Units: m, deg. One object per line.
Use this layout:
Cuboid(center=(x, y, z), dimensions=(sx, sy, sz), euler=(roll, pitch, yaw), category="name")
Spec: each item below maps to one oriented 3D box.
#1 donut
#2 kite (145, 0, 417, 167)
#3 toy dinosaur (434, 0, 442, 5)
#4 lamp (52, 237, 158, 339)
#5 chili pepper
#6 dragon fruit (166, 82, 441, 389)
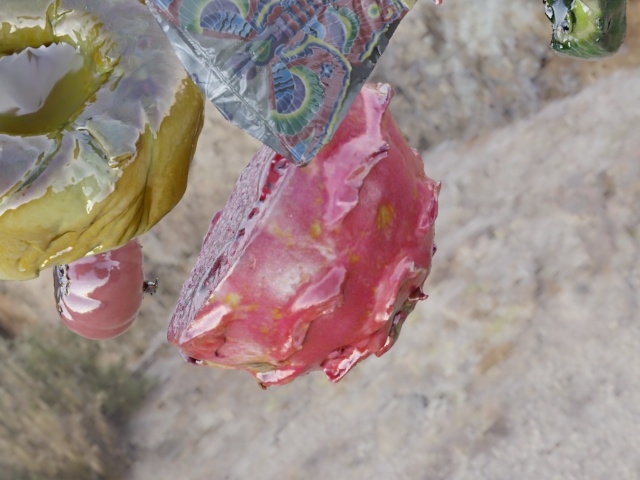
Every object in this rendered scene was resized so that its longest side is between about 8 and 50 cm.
Cuboid(center=(-0.297, -0.130, 1.526), dimensions=(0.360, 0.170, 0.360), euler=(-1, 57, 2), category="donut")
Cuboid(center=(0.026, -0.189, 1.001), dimensions=(0.285, 0.152, 0.015), euler=(-44, 13, -10), category="kite")
Cuboid(center=(0.236, -0.401, 1.869), dimensions=(0.139, 0.070, 0.286), euler=(-42, -2, -27), category="toy dinosaur")
Cuboid(center=(-0.302, 0.049, 2.080), dimensions=(0.140, 0.182, 0.182), euler=(-3, 10, -22), category="lamp")
Cuboid(center=(0.250, -0.275, 1.524), dimensions=(0.148, 0.264, 0.116), euler=(23, 82, 30), category="chili pepper")
Cuboid(center=(0.000, 0.000, 1.665), dimensions=(0.371, 0.249, 0.386), euler=(-42, 20, 58), category="dragon fruit")
